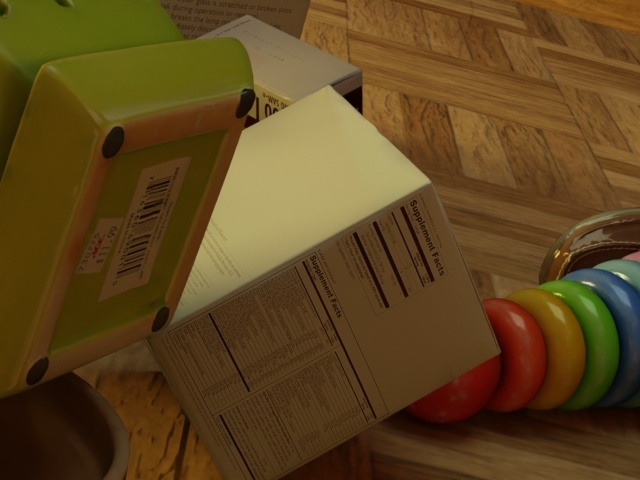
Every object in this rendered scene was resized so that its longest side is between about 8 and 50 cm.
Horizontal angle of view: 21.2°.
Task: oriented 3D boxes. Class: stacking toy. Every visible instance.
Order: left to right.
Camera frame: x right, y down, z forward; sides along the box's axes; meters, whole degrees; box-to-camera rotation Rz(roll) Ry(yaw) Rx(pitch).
[{"bbox_3d":[0.189,0.080,1.367,0.330,0.141,0.141,-4,26,-37],"label":"stacking toy"}]

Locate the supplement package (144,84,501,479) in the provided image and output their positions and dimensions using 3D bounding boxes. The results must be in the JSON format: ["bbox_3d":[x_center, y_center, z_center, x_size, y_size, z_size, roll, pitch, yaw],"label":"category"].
[{"bbox_3d":[-0.024,0.030,1.159,0.203,0.149,0.194,-29,31,-7],"label":"supplement package"}]

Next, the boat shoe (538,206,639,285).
[{"bbox_3d":[0.363,0.050,1.605,0.324,0.123,0.116,7,22,-20],"label":"boat shoe"}]

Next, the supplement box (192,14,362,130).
[{"bbox_3d":[-0.035,-0.040,1.339,0.073,0.239,0.130,-31,44,-34],"label":"supplement box"}]

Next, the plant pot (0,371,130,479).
[{"bbox_3d":[-0.225,0.133,0.895,0.237,0.110,0.237,14,19,-5],"label":"plant pot"}]

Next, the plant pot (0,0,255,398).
[{"bbox_3d":[-0.177,-0.048,0.951,0.207,0.228,0.227,29,21,19],"label":"plant pot"}]

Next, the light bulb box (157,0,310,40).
[{"bbox_3d":[-0.198,-0.263,1.670,0.225,0.361,0.358,0,24,-39],"label":"light bulb box"}]
